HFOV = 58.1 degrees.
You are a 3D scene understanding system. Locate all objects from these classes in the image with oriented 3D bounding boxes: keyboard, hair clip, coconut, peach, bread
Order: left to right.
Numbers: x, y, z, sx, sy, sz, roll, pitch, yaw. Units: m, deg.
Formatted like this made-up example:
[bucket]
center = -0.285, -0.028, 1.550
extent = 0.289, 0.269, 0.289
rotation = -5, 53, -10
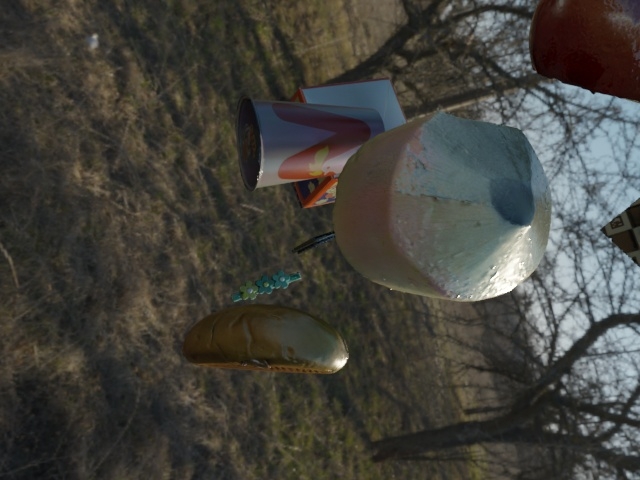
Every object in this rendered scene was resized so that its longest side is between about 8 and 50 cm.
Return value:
[bread]
center = -0.061, 0.112, 0.653
extent = 0.114, 0.190, 0.077
rotation = 63, 33, -77
[hair clip]
center = -0.125, 0.101, 1.341
extent = 0.049, 0.173, 0.049
rotation = 40, -41, 46
[keyboard]
center = 0.000, 0.000, 1.660
extent = 0.025, 0.094, 0.230
rotation = 64, 24, 2
[coconut]
center = 0.197, -0.052, 0.895
extent = 0.310, 0.298, 0.297
rotation = 1, -73, 61
[peach]
center = 0.553, -0.342, 1.053
extent = 0.338, 0.281, 0.281
rotation = 54, 17, -3

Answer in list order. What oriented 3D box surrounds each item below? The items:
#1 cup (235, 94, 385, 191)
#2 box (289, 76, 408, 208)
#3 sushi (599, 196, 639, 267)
[cup]
center = -0.019, -0.211, 1.227
extent = 0.203, 0.289, 0.202
rotation = 173, -90, -69
[box]
center = 0.083, -0.315, 1.870
extent = 0.257, 0.349, 0.318
rotation = -36, -108, 61
[sushi]
center = 0.840, -0.033, 1.309
extent = 0.059, 0.292, 0.294
rotation = 29, 20, -48
